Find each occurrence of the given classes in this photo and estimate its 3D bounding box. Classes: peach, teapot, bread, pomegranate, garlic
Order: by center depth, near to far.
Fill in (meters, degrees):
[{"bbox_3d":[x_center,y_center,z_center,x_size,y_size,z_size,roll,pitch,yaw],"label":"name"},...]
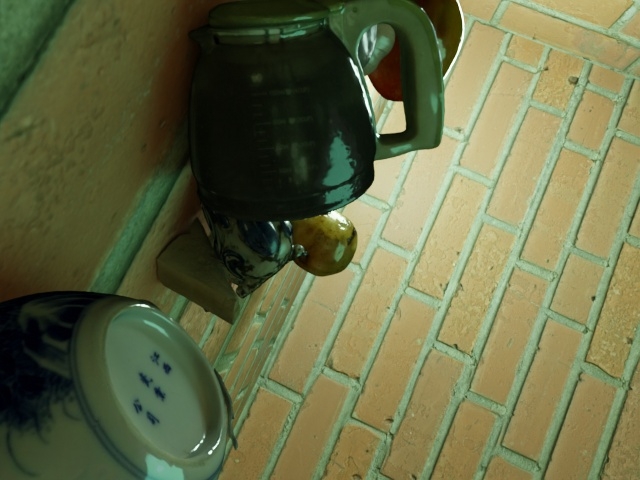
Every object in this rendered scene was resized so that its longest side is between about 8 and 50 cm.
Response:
[{"bbox_3d":[-0.231,0.181,0.357,0.280,0.252,0.424,-34,-156,7],"label":"teapot"},{"bbox_3d":[-0.012,-0.168,0.528,0.239,0.322,0.239,-67,158,-53],"label":"teapot"},{"bbox_3d":[-0.169,0.047,0.689,0.105,0.152,0.077,-55,170,-38],"label":"bread"},{"bbox_3d":[0.096,-0.471,1.023,0.229,0.143,0.178,-59,179,26],"label":"garlic"},{"bbox_3d":[0.271,-0.602,1.300,0.372,0.290,0.372,21,90,-81],"label":"peach"},{"bbox_3d":[0.000,0.000,1.502,0.260,0.261,0.260,24,90,-84],"label":"pomegranate"}]

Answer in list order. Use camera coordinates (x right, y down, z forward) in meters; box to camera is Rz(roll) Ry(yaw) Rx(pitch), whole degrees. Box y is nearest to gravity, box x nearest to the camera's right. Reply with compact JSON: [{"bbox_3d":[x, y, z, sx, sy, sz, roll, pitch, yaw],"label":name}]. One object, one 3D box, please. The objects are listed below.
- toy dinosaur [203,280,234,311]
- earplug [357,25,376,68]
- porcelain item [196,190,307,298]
[{"bbox_3d":[-0.178,0.010,0.939,0.286,0.070,0.139,-59,161,-29],"label":"toy dinosaur"},{"bbox_3d":[0.076,-0.449,0.734,0.214,0.175,0.325,-57,170,-45],"label":"earplug"},{"bbox_3d":[-0.136,-0.007,0.759,0.138,0.186,0.288,-38,-179,-12],"label":"porcelain item"}]
